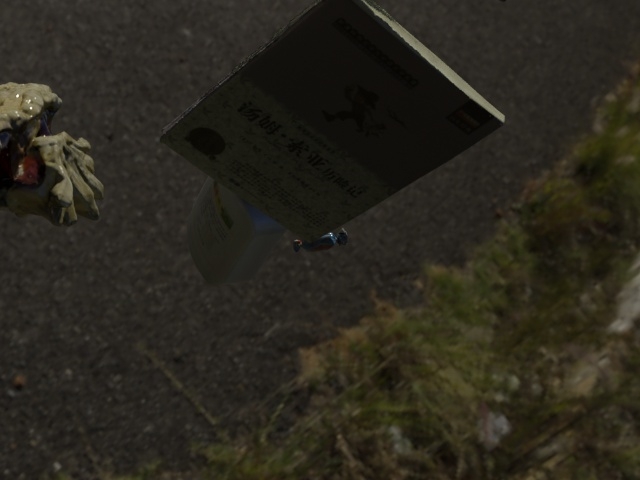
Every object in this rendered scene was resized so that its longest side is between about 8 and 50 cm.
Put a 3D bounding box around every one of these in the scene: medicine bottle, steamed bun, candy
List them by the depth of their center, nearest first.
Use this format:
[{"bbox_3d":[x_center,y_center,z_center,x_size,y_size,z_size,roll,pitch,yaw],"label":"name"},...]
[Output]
[{"bbox_3d":[0.000,-0.001,1.714,0.020,0.083,0.030,47,38,-66],"label":"candy"},{"bbox_3d":[-0.484,-0.132,1.966,0.428,0.189,0.247,-82,164,-72],"label":"steamed bun"},{"bbox_3d":[-0.129,-0.062,1.996,0.124,0.324,0.179,-6,63,-25],"label":"medicine bottle"}]

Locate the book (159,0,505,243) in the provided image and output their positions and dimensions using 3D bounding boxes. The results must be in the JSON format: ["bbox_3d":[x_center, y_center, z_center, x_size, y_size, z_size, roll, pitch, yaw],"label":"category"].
[{"bbox_3d":[0.002,-0.066,0.684,0.127,0.182,0.014,36,48,-23],"label":"book"}]
